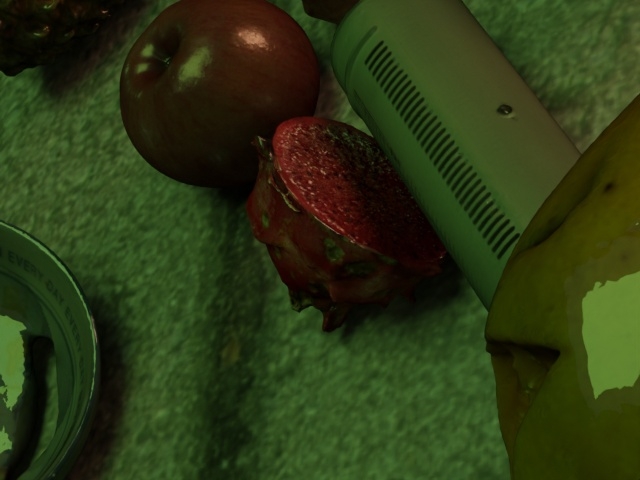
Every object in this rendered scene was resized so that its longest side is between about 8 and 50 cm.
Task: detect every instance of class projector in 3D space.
[{"bbox_3d":[0.110,-0.041,1.251,0.108,0.108,0.337,-43,42,12],"label":"projector"}]

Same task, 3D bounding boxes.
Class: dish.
[{"bbox_3d":[-0.292,0.124,1.505,0.273,0.134,0.273,-2,64,4],"label":"dish"}]

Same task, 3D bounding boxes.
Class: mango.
[{"bbox_3d":[0.230,0.022,1.022,0.253,0.182,0.365,22,68,9],"label":"mango"}]

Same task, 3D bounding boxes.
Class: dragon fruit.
[{"bbox_3d":[0.000,0.000,1.318,0.111,0.153,0.153,-55,38,26],"label":"dragon fruit"}]

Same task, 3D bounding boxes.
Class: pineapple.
[{"bbox_3d":[-0.186,-0.260,1.661,0.278,0.158,0.158,-31,45,8],"label":"pineapple"}]

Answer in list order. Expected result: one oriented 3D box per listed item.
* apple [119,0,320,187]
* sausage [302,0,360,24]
[{"bbox_3d":[-0.079,-0.114,1.466,0.153,0.120,0.153,-23,51,31],"label":"apple"},{"bbox_3d":[0.019,-0.249,1.515,0.065,0.065,0.169,-18,52,34],"label":"sausage"}]
